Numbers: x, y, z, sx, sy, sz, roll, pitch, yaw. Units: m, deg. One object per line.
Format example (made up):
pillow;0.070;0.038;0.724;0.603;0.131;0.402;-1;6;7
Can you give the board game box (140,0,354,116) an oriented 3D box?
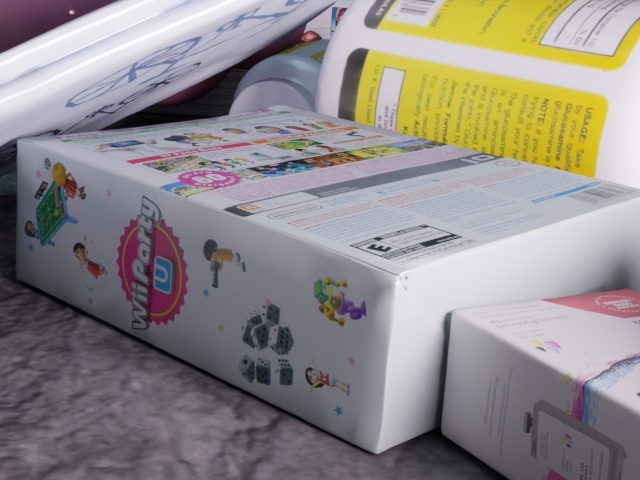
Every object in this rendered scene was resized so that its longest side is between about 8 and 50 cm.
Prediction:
board game box;-0.109;-0.223;1.299;0.305;0.193;0.053;4;17;-2

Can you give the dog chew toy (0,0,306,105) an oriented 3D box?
dog chew toy;-0.164;-0.208;1.174;0.331;0.207;0.206;-9;20;-16

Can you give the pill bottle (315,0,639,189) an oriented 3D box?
pill bottle;0.176;-0.077;0.885;0.334;0.188;0.188;17;21;37

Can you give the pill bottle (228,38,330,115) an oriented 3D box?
pill bottle;-0.017;-0.115;1.113;0.103;0.103;0.184;8;17;14

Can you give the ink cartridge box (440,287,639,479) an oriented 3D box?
ink cartridge box;0.156;0.084;0.548;0.115;0.067;0.198;-5;19;-31

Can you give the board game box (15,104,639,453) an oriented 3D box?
board game box;0.000;0.000;0.746;0.303;0.098;0.224;20;23;41

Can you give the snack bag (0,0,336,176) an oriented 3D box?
snack bag;-0.098;-0.129;0.851;0.323;0.037;0.342;-29;4;-19
